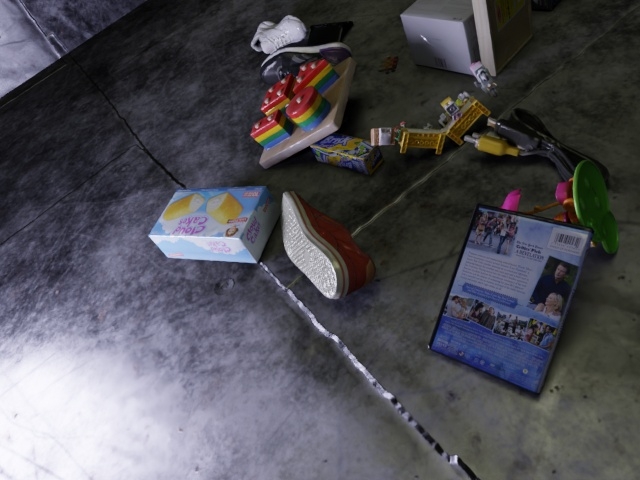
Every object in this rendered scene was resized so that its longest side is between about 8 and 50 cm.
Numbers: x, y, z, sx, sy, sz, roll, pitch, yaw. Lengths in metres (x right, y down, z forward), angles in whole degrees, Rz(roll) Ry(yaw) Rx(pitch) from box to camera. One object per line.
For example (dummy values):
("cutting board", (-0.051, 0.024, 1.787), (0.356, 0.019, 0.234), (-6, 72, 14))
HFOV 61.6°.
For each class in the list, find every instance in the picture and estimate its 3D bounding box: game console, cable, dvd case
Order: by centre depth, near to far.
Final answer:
("dvd case", (0.284, 0.080, 0.822), (0.181, 0.022, 0.252), (18, 89, 38))
("cable", (0.434, -0.176, 1.053), (0.140, 0.072, 0.287), (-32, 54, -27))
("game console", (0.030, -0.649, 1.697), (0.122, 0.071, 0.107), (9, 26, 32))

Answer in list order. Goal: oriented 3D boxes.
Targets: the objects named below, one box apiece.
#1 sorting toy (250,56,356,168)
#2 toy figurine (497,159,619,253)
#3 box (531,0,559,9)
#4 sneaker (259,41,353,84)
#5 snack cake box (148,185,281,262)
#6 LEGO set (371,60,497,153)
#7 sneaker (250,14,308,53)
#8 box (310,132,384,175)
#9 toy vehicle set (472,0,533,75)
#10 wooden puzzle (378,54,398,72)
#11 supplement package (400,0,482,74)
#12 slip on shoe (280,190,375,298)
("sorting toy", (-0.053, -0.340, 1.343), (0.256, 0.089, 0.257), (-21, 41, 38))
("toy figurine", (0.381, -0.038, 0.892), (0.159, 0.173, 0.130), (-10, 44, 47))
("box", (0.519, -0.722, 1.418), (0.270, 0.143, 0.165), (26, 65, 41))
("sneaker", (-0.053, -0.477, 1.522), (0.284, 0.107, 0.124), (-6, 55, 23))
("snack cake box", (-0.241, -0.038, 1.229), (0.265, 0.089, 0.152), (1, 51, 29))
("LEGO set", (0.243, -0.268, 1.172), (0.287, 0.132, 0.107), (-29, 35, 10))
("sneaker", (-0.135, -0.651, 1.740), (0.232, 0.090, 0.115), (9, 62, 46))
("box", (0.060, -0.205, 1.250), (0.169, 0.054, 0.059), (23, 64, 39))
("toy vehicle set", (0.412, -0.533, 1.213), (0.035, 0.266, 0.166), (28, 66, 41))
("wooden puzzle", (0.185, -0.483, 1.470), (0.050, 0.006, 0.083), (-3, 50, 25))
("supplement package", (0.351, -0.545, 1.338), (0.203, 0.149, 0.194), (-45, 46, -15))
("slip on shoe", (0.000, 0.000, 1.071), (0.102, 0.122, 0.331), (-8, 32, -25))
